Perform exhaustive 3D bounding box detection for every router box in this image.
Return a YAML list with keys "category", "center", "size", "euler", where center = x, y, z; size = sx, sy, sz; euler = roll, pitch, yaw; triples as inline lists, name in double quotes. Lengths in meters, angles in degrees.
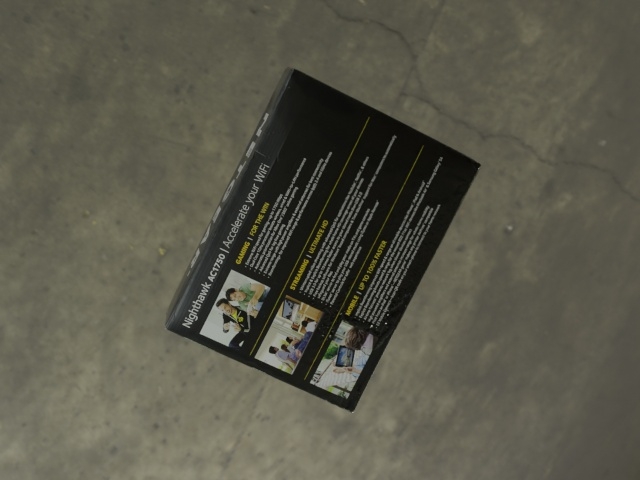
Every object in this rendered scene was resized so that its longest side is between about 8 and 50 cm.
- category: "router box"
  center: [0.000, 0.000, 0.586]
  size: [0.133, 0.046, 0.179]
  euler: [26, 95, -12]
